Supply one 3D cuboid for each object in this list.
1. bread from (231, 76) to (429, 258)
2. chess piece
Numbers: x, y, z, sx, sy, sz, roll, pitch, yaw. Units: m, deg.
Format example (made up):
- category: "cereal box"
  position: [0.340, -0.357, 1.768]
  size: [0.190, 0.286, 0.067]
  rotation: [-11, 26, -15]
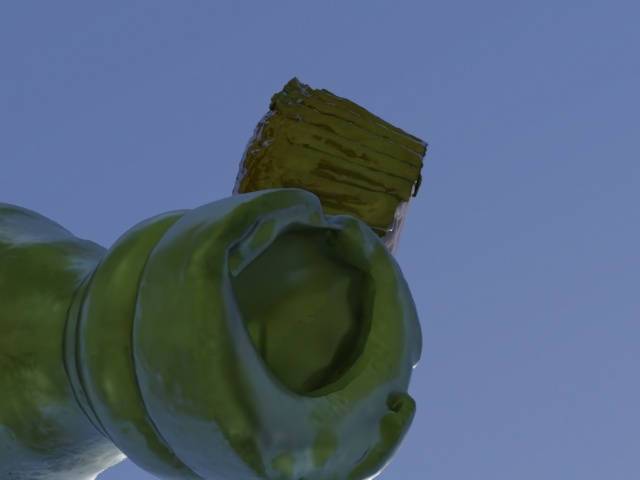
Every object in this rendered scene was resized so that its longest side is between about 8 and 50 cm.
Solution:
- category: "bread"
  position: [-0.004, 0.001, 1.335]
  size: [0.139, 0.240, 0.240]
  rotation: [14, -117, 2]
- category: "chess piece"
  position: [-0.139, 0.077, 1.126]
  size: [0.442, 0.234, 0.234]
  rotation: [-6, -126, 48]
